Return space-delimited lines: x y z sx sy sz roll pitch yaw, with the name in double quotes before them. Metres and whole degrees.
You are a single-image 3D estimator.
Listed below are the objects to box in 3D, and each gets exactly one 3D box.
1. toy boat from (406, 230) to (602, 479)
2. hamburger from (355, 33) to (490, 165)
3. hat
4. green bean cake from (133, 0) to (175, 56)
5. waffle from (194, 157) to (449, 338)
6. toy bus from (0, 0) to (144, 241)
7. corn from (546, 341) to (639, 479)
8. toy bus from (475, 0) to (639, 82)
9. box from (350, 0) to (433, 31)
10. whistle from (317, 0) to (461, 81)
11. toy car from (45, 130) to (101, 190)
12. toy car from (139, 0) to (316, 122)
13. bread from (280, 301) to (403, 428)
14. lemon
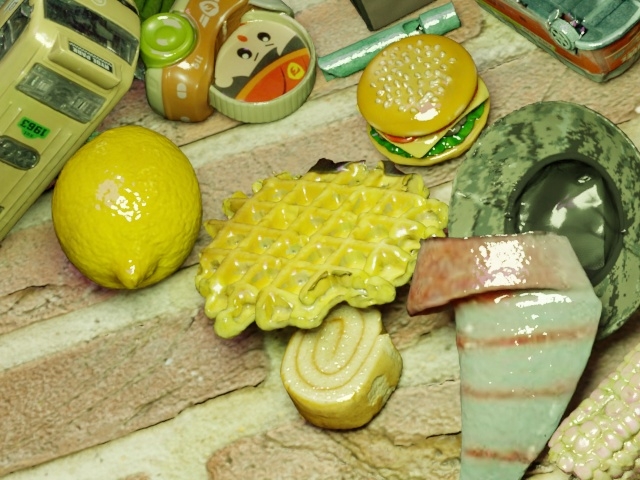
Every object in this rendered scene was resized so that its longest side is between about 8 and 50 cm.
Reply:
"toy boat" 0.188 0.134 1.617 0.206 0.096 0.282 -2 84 18
"hamburger" 0.120 -0.166 1.869 0.162 0.115 0.162 -11 56 16
"hat" 0.273 -0.017 1.692 0.266 0.128 0.265 2 94 35
"green bean cake" -0.341 -0.351 2.098 0.250 0.247 0.156 -1 57 21
"waffle" -0.001 -0.003 1.795 0.312 0.060 0.307 -14 34 12
"toy bus" -0.378 -0.165 1.943 0.365 0.177 0.202 -46 35 25
"corn" 0.371 0.132 1.567 0.335 0.126 0.126 -44 53 -6
"toy bus" 0.285 -0.288 1.882 0.121 0.120 0.265 -42 52 -9
"box" 0.057 -0.418 2.023 0.153 0.188 0.252 -31 54 0
"whistle" 0.087 -0.251 1.990 0.186 0.039 0.039 -23 52 7
"toy car" -0.324 -0.099 2.042 0.142 0.055 0.069 -7 56 34
"toy car" -0.106 -0.244 2.020 0.235 0.145 0.235 0 62 0
"bread" 0.026 0.137 1.733 0.122 0.073 0.149 14 59 24
"lemon" -0.231 -0.041 1.882 0.187 0.187 0.244 -20 45 8
